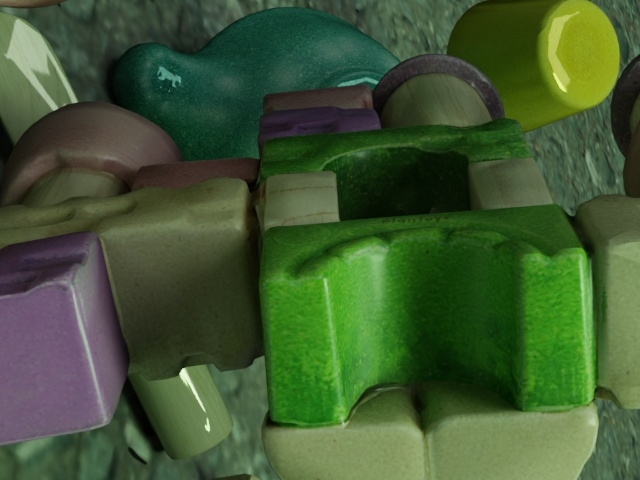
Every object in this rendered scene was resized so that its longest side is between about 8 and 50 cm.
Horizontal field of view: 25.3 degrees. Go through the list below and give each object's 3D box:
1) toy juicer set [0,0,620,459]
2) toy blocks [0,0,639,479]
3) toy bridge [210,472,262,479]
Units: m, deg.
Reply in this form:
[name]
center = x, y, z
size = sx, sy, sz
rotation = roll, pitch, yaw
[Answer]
[toy juicer set]
center = 0.000, 0.000, 0.627
size = 0.329, 0.089, 0.209
rotation = -9, 93, -35
[toy blocks]
center = 0.026, -0.003, 0.475
size = 0.260, 0.288, 0.309
rotation = -92, 176, -72
[toy bridge]
center = 0.009, 0.158, 0.616
size = 0.188, 0.026, 0.063
rotation = 37, 48, -46
